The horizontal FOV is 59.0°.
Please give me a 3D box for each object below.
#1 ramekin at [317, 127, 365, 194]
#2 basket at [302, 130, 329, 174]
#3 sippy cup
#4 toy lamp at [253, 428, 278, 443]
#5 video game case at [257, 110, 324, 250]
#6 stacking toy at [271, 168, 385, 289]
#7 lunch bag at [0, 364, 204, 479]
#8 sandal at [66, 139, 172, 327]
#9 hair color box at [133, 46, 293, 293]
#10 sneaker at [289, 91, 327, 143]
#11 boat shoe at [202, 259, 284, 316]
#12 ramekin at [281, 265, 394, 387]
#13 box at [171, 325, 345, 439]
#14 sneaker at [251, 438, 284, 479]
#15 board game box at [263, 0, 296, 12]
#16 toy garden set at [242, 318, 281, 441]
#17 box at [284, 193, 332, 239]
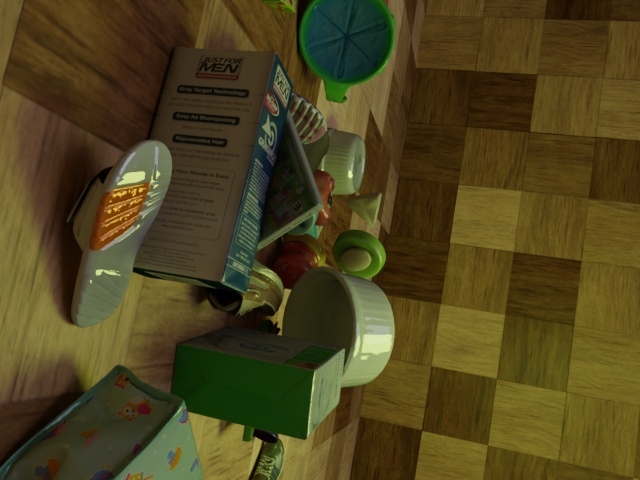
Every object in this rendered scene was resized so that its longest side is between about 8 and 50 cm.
[{"bbox_3d":[0.066,-0.236,1.727,0.207,0.109,0.207,8,90,-74],"label":"ramekin"},{"bbox_3d":[-0.090,-0.147,1.153,0.204,0.154,0.227,72,33,-54],"label":"basket"},{"bbox_3d":[0.074,-0.526,1.444,0.240,0.305,0.224,47,21,-12],"label":"sippy cup"},{"bbox_3d":[-0.101,0.401,1.517,0.080,0.080,0.274,81,25,-46],"label":"toy lamp"},{"bbox_3d":[-0.104,-0.090,0.908,0.023,0.193,0.212,27,38,-53],"label":"video game case"},{"bbox_3d":[0.000,0.000,1.320,0.130,0.280,0.309,-55,149,-46],"label":"stacking toy"},{"bbox_3d":[-0.279,0.331,0.704,0.262,0.160,0.223,-48,148,-45],"label":"lunch bag"},{"bbox_3d":[-0.276,-0.014,0.711,0.265,0.076,0.102,-64,159,15],"label":"sandal"},{"bbox_3d":[-0.165,-0.108,0.848,0.105,0.174,0.347,47,53,-70],"label":"hair color box"},{"bbox_3d":[-0.086,-0.271,1.049,0.095,0.236,0.104,-41,-147,35],"label":"sneaker"},{"bbox_3d":[-0.167,0.083,1.067,0.324,0.123,0.116,55,48,-55],"label":"boat shoe"},{"bbox_3d":[0.040,0.203,1.286,0.135,0.277,0.277,11,87,-35],"label":"ramekin"},{"bbox_3d":[-0.108,0.260,1.074,0.231,0.262,0.126,-1,98,-73],"label":"box"},{"bbox_3d":[-0.144,0.619,1.484,0.086,0.064,0.192,62,42,-73],"label":"sneaker"},{"bbox_3d":[-0.077,-0.577,1.167,0.092,0.043,0.181,-26,123,-72],"label":"board game box"},{"bbox_3d":[-0.130,0.308,1.315,0.204,0.049,0.244,-101,-161,-83],"label":"toy garden set"},{"bbox_3d":[-0.030,-0.063,1.560,0.244,0.060,0.100,-66,158,-44],"label":"box"}]
